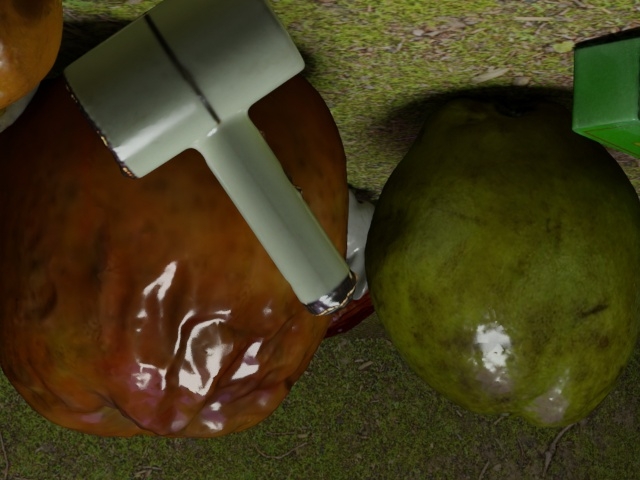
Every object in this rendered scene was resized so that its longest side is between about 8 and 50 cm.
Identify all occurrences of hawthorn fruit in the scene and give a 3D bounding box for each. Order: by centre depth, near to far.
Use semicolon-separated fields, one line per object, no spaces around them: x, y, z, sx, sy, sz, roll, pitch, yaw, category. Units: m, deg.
-0.168;0.008;1.676;0.472;0.471;0.472;-1;169;0;hawthorn fruit

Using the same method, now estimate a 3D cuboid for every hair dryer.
-0.064;-0.066;1.422;0.203;0.362;0.128;-34;-165;-1;hair dryer

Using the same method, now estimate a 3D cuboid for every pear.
0.229;0.028;1.850;0.352;0.413;0.352;-4;172;0;pear

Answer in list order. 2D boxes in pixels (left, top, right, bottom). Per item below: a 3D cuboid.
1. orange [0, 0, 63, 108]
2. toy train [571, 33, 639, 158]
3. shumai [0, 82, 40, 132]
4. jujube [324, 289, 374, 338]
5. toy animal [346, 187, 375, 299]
-0.335;-0.210;1.206;0.249;0.183;0.249;5;151;3;orange
0.405;-0.157;1.671;0.188;0.132;0.243;-6;166;43;toy train
-0.373;-0.184;1.492;0.120;0.201;0.201;41;-169;29;shumai
0.001;0.076;2.644;0.290;0.197;0.197;-17;167;4;jujube
-0.005;0.006;2.300;0.193;0.178;0.127;2;171;-5;toy animal
